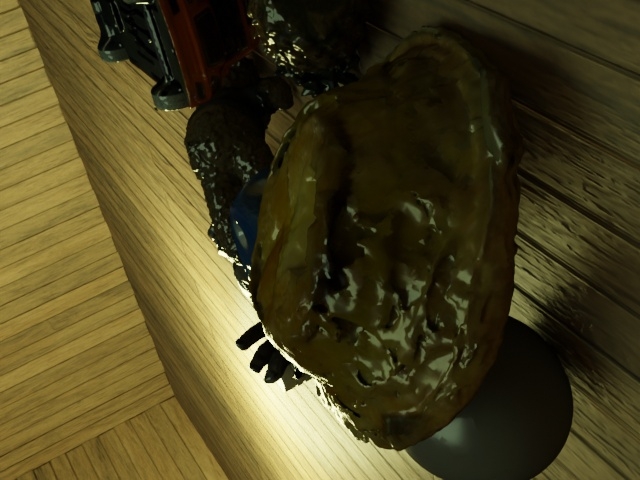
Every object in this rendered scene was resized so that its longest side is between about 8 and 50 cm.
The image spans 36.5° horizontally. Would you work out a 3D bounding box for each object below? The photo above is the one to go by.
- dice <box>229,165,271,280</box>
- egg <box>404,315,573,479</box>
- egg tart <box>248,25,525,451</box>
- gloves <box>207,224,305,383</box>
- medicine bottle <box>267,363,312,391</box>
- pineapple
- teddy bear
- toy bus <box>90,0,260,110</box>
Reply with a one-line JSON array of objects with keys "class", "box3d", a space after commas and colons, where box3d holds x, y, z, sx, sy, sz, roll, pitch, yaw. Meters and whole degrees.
[{"class": "dice", "box3d": [0.000, 0.000, 0.994, 0.146, 0.146, 0.143, 40, 153, 52]}, {"class": "egg", "box3d": [0.126, 0.129, 0.814, 0.146, 0.146, 0.198, 68, 170, -13]}, {"class": "egg tart", "box3d": [0.031, -0.008, 0.742, 0.341, 0.129, 0.341, -169, 90, -73]}, {"class": "gloves", "box3d": [-0.079, 0.069, 1.383, 0.142, 0.119, 0.286, 99, 156, -62]}, {"class": "medicine bottle", "box3d": [-0.026, 0.174, 1.404, 0.058, 0.091, 0.058, 53, 160, 30]}, {"class": "pineapple", "box3d": [-0.004, -0.179, 0.854, 0.108, 0.108, 0.198, 57, 175, 21]}, {"class": "teddy bear", "box3d": [-0.097, -0.112, 1.110, 0.129, 0.182, 0.251, 21, -135, -47]}, {"class": "toy bus", "box3d": [-0.175, -0.266, 1.110, 0.329, 0.153, 0.143, 40, 150, 55]}]
